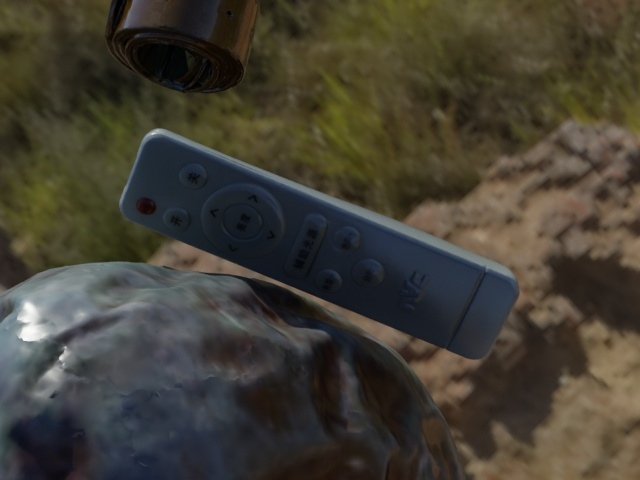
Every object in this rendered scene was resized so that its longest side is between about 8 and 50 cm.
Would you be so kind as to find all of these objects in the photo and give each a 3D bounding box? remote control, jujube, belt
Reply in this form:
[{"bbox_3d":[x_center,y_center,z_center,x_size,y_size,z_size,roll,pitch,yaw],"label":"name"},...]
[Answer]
[{"bbox_3d":[0.000,0.000,0.913,0.027,0.184,0.050,-74,7,-61],"label":"remote control"},{"bbox_3d":[-0.064,0.134,0.899,0.215,0.308,0.246,22,103,32],"label":"jujube"},{"bbox_3d":[-0.056,-0.083,0.796,0.059,0.083,0.036,15,78,-8],"label":"belt"}]
